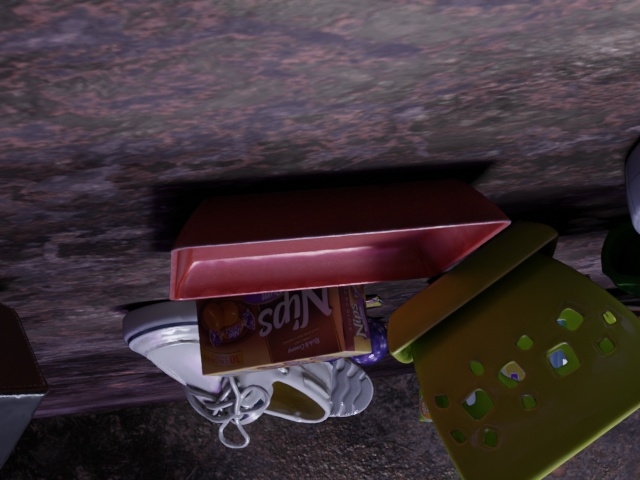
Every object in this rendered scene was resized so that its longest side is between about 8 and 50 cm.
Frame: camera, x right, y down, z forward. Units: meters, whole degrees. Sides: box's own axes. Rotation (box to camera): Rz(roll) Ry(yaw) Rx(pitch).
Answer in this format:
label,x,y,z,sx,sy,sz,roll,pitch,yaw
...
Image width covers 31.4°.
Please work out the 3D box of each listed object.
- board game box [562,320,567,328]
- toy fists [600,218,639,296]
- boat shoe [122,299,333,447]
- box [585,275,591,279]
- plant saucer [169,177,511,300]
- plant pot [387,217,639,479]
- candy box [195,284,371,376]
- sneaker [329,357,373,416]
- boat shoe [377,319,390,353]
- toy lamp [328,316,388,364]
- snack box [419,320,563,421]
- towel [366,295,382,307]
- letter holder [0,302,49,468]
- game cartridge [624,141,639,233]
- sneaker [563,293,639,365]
label,x,y,z,sx,sy,sz,roll,pitch,yaw
board game box,0.289,0.128,1.692,0.181,0.092,0.043,-13,168,33
toy fists,0.426,0.008,1.147,0.279,0.096,0.142,-11,159,29
boat shoe,-0.107,0.186,1.476,0.136,0.156,0.367,-22,152,28
box,0.328,0.066,1.584,0.083,0.018,0.067,-6,170,-4
plant saucer,0.000,0.000,0.965,0.259,0.047,0.258,-6,169,-9
plant pot,0.196,0.115,1.132,0.228,0.207,0.227,-36,168,3
candy box,-0.042,0.076,1.173,0.187,0.109,0.053,-13,167,35
sneaker,-0.051,0.193,1.779,0.281,0.105,0.115,17,-173,4
boat shoe,0.080,0.156,1.793,0.060,0.064,0.178,-12,164,24
toy lamp,0.031,0.128,1.524,0.080,0.080,0.275,-10,170,17
snack box,0.240,0.174,1.624,0.207,0.174,0.070,-6,171,41
towel,0.041,0.086,1.548,0.083,0.009,0.060,-8,170,12
letter holder,-0.458,0.115,1.107,0.302,0.214,0.152,4,133,-41
game cartridge,0.353,-0.045,0.930,0.196,0.060,0.294,-7,170,23
sneaker,0.418,0.160,1.772,0.321,0.126,0.127,-11,-151,-13
